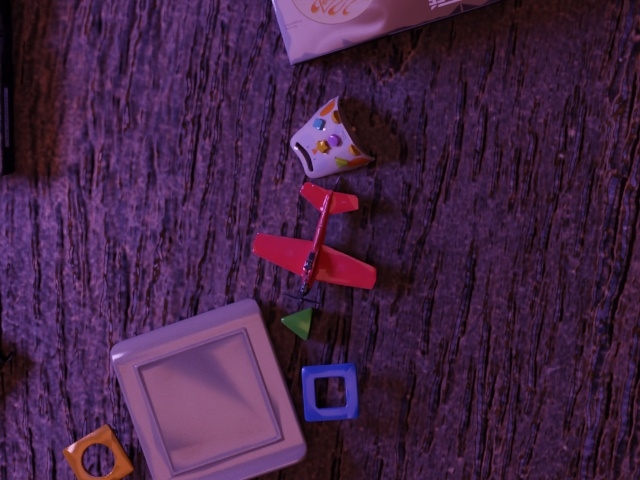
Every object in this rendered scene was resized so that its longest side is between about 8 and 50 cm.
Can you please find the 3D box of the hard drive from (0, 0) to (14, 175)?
[{"bbox_3d":[-0.518,-0.189,1.760,0.339,0.064,0.237,-1,95,3],"label":"hard drive"}]

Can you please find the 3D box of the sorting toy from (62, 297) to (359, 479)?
[{"bbox_3d":[-0.127,0.184,1.779,0.347,0.047,0.196,-19,87,3],"label":"sorting toy"}]

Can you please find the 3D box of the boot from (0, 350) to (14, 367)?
[{"bbox_3d":[-0.466,0.119,1.789,0.198,0.077,0.137,42,92,-14],"label":"boot"}]

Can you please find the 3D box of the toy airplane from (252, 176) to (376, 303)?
[{"bbox_3d":[0.000,0.000,1.753,0.151,0.028,0.151,-1,87,12],"label":"toy airplane"}]

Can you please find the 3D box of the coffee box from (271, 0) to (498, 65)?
[{"bbox_3d":[0.068,-0.291,1.692,0.246,0.098,0.141,-15,94,5],"label":"coffee box"}]

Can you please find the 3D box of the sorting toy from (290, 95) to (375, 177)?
[{"bbox_3d":[0.006,-0.107,1.750,0.075,0.045,0.083,-28,93,25],"label":"sorting toy"}]
